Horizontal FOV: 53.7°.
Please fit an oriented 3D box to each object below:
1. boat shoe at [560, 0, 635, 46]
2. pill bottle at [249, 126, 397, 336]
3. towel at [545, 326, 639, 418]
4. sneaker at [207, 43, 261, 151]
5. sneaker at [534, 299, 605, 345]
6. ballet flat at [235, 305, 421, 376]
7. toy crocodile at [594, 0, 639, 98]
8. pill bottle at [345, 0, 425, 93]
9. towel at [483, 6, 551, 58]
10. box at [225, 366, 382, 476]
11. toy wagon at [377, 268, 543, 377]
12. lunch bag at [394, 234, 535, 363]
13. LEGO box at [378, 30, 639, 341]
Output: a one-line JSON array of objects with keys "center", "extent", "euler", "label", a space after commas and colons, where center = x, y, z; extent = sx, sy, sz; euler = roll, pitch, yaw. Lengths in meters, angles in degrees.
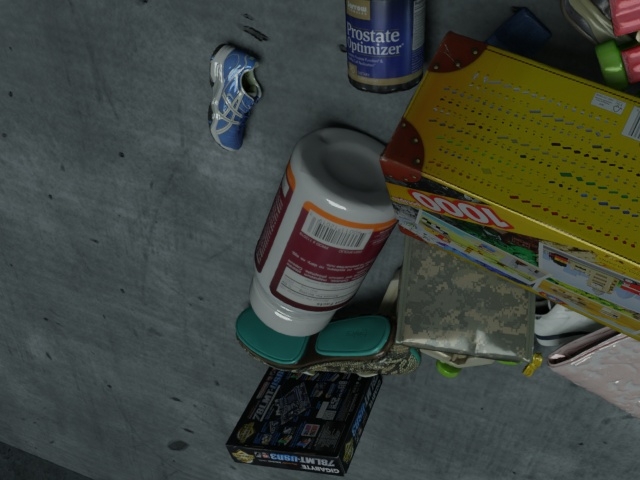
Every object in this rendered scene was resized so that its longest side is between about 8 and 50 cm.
[{"center": [0.493, -0.263, 0.840], "extent": [0.355, 0.132, 0.130], "euler": [33, 131, -4], "label": "boat shoe"}, {"center": [0.000, 0.000, 1.216], "extent": [0.224, 0.224, 0.392], "euler": [28, 133, 2], "label": "pill bottle"}, {"center": [0.640, 0.226, 1.148], "extent": [0.332, 0.053, 0.317], "euler": [30, 134, -26], "label": "towel"}, {"center": [-0.158, -0.255, 1.182], "extent": [0.081, 0.080, 0.211], "euler": [18, 133, 15], "label": "sneaker"}, {"center": [0.498, 0.130, 1.188], "extent": [0.235, 0.090, 0.094], "euler": [-22, 105, 35], "label": "sneaker"}, {"center": [0.013, 0.244, 1.431], "extent": [0.483, 0.164, 0.182], "euler": [-2, 143, 41], "label": "ballet flat"}, {"center": [0.377, -0.289, 0.757], "extent": [0.115, 0.105, 0.340], "euler": [-16, 104, 27], "label": "toy crocodile"}, {"center": [0.098, -0.346, 0.961], "extent": [0.123, 0.122, 0.219], "euler": [9, 129, 18], "label": "pill bottle"}, {"center": [0.290, -0.297, 0.975], "extent": [0.067, 0.029, 0.119], "euler": [41, 133, -10], "label": "towel"}, {"center": [-0.034, 0.406, 1.508], "extent": [0.294, 0.295, 0.073], "euler": [-5, 122, 27], "label": "box"}, {"center": [0.296, 0.181, 1.330], "extent": [0.345, 0.068, 0.267], "euler": [22, 133, 6], "label": "toy wagon"}, {"center": [0.261, 0.063, 1.139], "extent": [0.236, 0.286, 0.169], "euler": [6, 171, 10], "label": "lunch bag"}, {"center": [0.358, -0.035, 0.868], "extent": [0.500, 0.193, 0.372], "euler": [26, 173, 16], "label": "LEGO box"}]
